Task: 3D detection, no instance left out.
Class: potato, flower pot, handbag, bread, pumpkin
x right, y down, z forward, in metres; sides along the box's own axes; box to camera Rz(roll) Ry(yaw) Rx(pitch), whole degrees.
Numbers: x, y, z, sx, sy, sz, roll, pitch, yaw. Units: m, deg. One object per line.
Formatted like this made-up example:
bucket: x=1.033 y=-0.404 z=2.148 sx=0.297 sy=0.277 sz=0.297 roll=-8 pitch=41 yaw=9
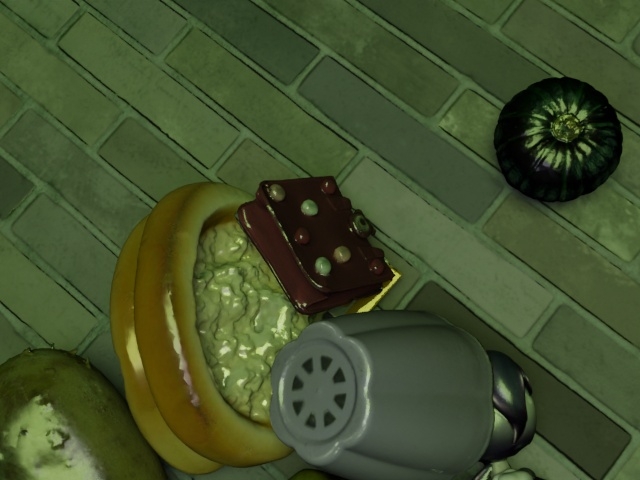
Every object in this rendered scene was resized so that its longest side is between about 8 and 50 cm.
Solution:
potato: x=-0.384 y=0.340 z=1.195 sx=0.270 sy=0.219 sz=0.359 roll=-40 pitch=81 yaw=3
flower pot: x=0.073 y=0.209 z=1.113 sx=0.265 sy=0.243 sz=0.265 roll=-13 pitch=69 yaw=37
handbag: x=0.002 y=-0.002 z=1.209 sx=0.074 sy=0.216 sz=0.203 roll=-43 pitch=70 yaw=36
bread: x=-0.152 y=0.130 z=1.227 sx=0.329 sy=0.245 sz=0.424 roll=-7 pitch=79 yaw=-38
pumpkin: x=0.372 y=-0.158 z=1.265 sx=0.202 sy=0.140 sz=0.202 roll=-1 pitch=80 yaw=6

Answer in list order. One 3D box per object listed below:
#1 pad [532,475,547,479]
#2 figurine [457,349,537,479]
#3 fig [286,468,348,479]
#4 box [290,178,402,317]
pad: x=0.289 y=0.431 z=1.149 sx=0.004 sy=0.127 sz=0.190 roll=14 pitch=78 yaw=31
figurine: x=0.252 y=0.273 z=1.179 sx=0.145 sy=0.145 sz=0.222 roll=-10 pitch=81 yaw=4
fig: x=0.020 y=0.459 z=1.130 sx=0.239 sy=0.239 sz=0.271 roll=-29 pitch=106 yaw=-1
box: x=0.001 y=0.024 z=1.320 sx=0.247 sy=0.033 sz=0.129 roll=42 pitch=84 yaw=13
